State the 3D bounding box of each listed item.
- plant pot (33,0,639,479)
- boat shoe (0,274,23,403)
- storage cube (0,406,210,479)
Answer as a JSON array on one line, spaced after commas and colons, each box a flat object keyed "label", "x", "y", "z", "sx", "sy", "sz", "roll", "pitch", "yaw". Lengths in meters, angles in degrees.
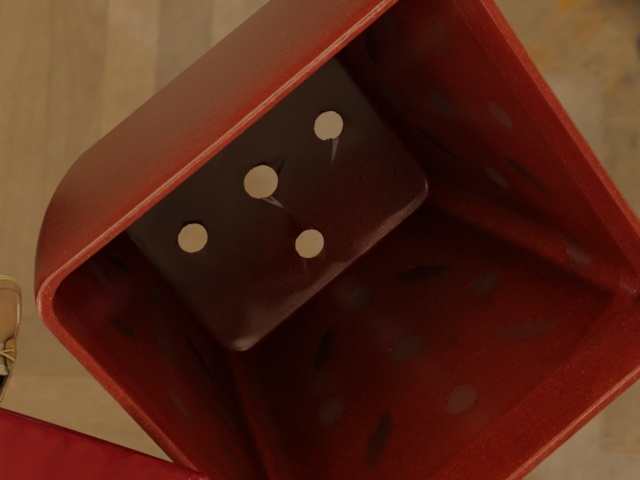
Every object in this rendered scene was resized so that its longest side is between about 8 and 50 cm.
[{"label": "plant pot", "x": 0.000, "y": 0.000, "z": 0.945, "sx": 0.267, "sy": 0.236, "sz": 0.267, "roll": -40, "pitch": 116, "yaw": -3}, {"label": "boat shoe", "x": -0.261, "y": 0.094, "z": 1.313, "sx": 0.050, "sy": 0.045, "sz": 0.135, "roll": 6, "pitch": 109, "yaw": -31}, {"label": "storage cube", "x": -0.149, "y": 0.213, "z": 0.825, "sx": 0.183, "sy": 0.193, "sz": 0.215, "roll": -56, "pitch": 143, "yaw": -32}]
